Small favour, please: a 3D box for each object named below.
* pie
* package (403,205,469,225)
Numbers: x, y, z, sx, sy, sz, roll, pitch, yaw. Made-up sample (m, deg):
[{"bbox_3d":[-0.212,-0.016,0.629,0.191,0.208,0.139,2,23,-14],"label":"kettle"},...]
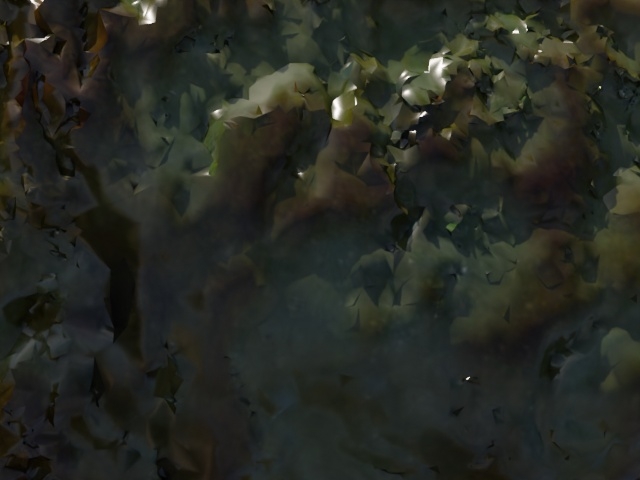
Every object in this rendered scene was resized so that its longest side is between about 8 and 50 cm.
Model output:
[{"bbox_3d":[0.013,0.015,0.680,0.180,0.418,0.395,124,-34,-83],"label":"pie"},{"bbox_3d":[0.000,-0.001,0.666,0.077,0.110,0.033,90,-3,-61],"label":"package"}]
